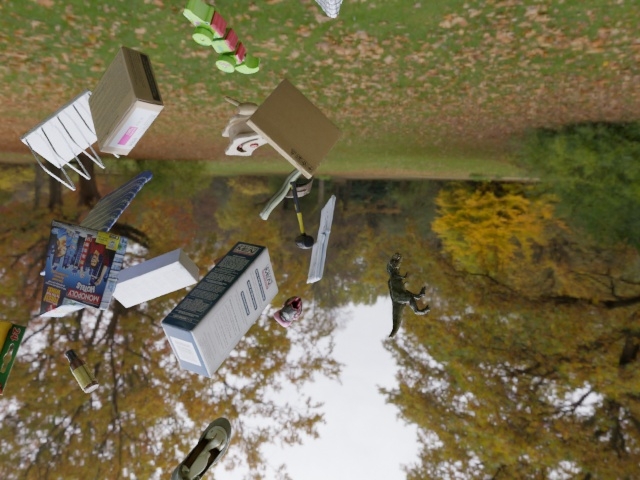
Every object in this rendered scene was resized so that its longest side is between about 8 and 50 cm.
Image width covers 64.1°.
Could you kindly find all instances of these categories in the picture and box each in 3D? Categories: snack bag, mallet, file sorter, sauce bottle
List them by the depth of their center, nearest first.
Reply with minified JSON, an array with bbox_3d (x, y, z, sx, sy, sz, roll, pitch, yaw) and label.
[{"bbox_3d":[-0.651,0.352,1.388,0.128,0.042,0.042,50,-153,19],"label":"sauce bottle"},{"bbox_3d":[-0.062,-0.068,1.418,0.039,0.189,0.062,-14,179,-24],"label":"mallet"},{"bbox_3d":[-0.819,-0.334,1.752,0.173,0.278,0.193,50,176,23],"label":"file sorter"},{"bbox_3d":[0.000,0.000,2.058,0.037,0.342,0.323,11,172,-5],"label":"snack bag"}]

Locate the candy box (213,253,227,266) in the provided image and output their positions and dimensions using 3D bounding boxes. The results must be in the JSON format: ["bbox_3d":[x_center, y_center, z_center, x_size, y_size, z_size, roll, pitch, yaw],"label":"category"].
[{"bbox_3d":[-0.331,0.139,1.956,0.109,0.186,0.053,-27,152,5],"label":"candy box"}]

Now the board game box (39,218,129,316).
[{"bbox_3d":[-0.478,0.071,1.024,0.194,0.194,0.060,12,175,25],"label":"board game box"}]

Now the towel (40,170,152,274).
[{"bbox_3d":[-0.597,-0.049,1.393,0.243,0.040,0.336,-23,-148,30],"label":"towel"}]

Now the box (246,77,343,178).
[{"bbox_3d":[-0.057,-0.275,1.248,0.201,0.164,0.021,41,153,-13],"label":"box"}]

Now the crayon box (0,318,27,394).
[{"bbox_3d":[-1.022,0.303,1.456,0.319,0.202,0.081,9,166,14],"label":"crayon box"}]

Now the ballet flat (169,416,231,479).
[{"bbox_3d":[-0.258,0.485,1.173,0.068,0.072,0.213,-45,-179,37],"label":"ballet flat"}]

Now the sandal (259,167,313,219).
[{"bbox_3d":[-0.084,-0.172,1.697,0.086,0.303,0.120,42,-161,-4],"label":"sandal"}]

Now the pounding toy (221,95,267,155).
[{"bbox_3d":[-0.220,-0.379,1.620,0.154,0.154,0.269,-9,174,-25],"label":"pounding toy"}]

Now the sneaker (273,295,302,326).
[{"bbox_3d":[-0.055,0.139,1.078,0.047,0.057,0.119,40,-163,1],"label":"sneaker"}]

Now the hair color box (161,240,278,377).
[{"bbox_3d":[-0.257,0.175,1.382,0.105,0.173,0.347,11,-140,26],"label":"hair color box"}]

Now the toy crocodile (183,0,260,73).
[{"bbox_3d":[-0.322,-0.666,1.684,0.105,0.115,0.340,5,159,29],"label":"toy crocodile"}]

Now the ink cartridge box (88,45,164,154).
[{"bbox_3d":[-0.552,-0.386,1.438,0.235,0.193,0.088,-36,156,34],"label":"ink cartridge box"}]

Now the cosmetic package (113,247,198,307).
[{"bbox_3d":[-0.474,0.106,1.445,0.239,0.099,0.060,-19,-136,11],"label":"cosmetic package"}]

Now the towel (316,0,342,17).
[{"bbox_3d":[-0.012,-0.675,1.114,0.121,0.283,0.235,-36,166,-4],"label":"towel"}]

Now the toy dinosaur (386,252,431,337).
[{"bbox_3d":[0.244,0.164,1.448,0.118,0.268,0.064,9,144,-6],"label":"toy dinosaur"}]
